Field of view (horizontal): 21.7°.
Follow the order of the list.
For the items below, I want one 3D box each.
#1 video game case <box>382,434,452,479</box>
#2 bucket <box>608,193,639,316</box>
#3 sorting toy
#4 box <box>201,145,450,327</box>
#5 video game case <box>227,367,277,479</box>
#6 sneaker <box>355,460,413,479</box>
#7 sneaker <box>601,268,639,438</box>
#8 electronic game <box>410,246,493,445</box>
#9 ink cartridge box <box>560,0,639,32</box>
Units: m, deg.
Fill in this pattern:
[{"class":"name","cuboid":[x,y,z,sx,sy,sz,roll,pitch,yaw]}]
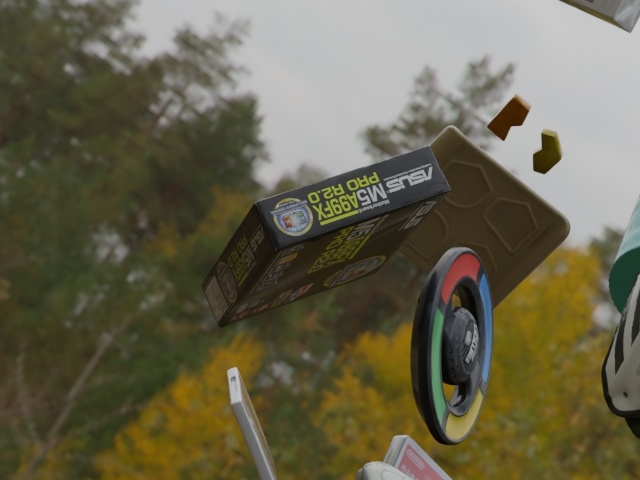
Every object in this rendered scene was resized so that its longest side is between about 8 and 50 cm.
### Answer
[{"class":"video game case","cuboid":[0.104,0.406,1.992,0.025,0.285,0.204,-11,-47,44]},{"class":"bucket","cuboid":[0.542,0.030,2.299,0.281,0.183,0.281,23,-34,17]},{"class":"sorting toy","cuboid":[0.239,-0.058,2.356,0.229,0.307,0.041,40,32,-3]},{"class":"box","cuboid":[0.000,0.000,1.861,0.060,0.216,0.270,66,-24,13]},{"class":"video game case","cuboid":[-0.093,0.268,2.303,0.143,0.019,0.157,-111,-179,-75]},{"class":"sneaker","cuboid":[0.007,0.345,1.647,0.118,0.292,0.110,43,-23,-1]},{"class":"sneaker","cuboid":[0.408,0.155,1.511,0.169,0.257,0.447,11,42,-26]},{"class":"electronic game","cuboid":[0.157,0.122,1.921,0.048,0.229,0.229,3,-23,24]},{"class":"ink cartridge box","cuboid":[0.348,-0.356,2.173,0.180,0.104,0.060,33,8,37]}]
